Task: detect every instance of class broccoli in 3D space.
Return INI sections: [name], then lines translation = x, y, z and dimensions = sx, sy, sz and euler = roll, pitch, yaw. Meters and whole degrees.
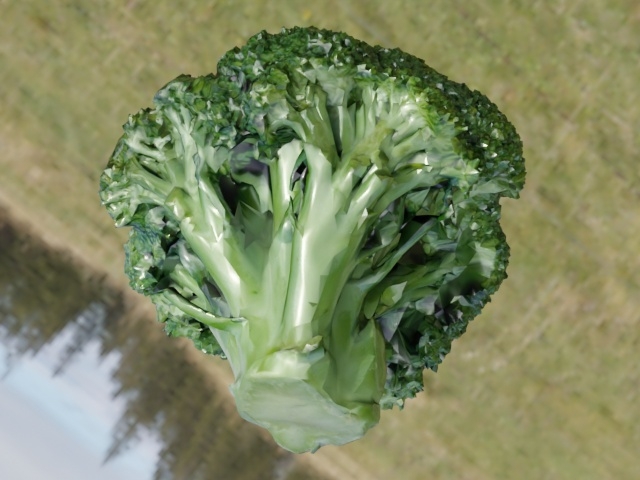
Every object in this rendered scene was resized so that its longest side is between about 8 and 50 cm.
[broccoli]
translation = 0.000, 0.000, 0.898
dimensions = 0.261, 0.242, 0.269
euler = 31, 143, -24
